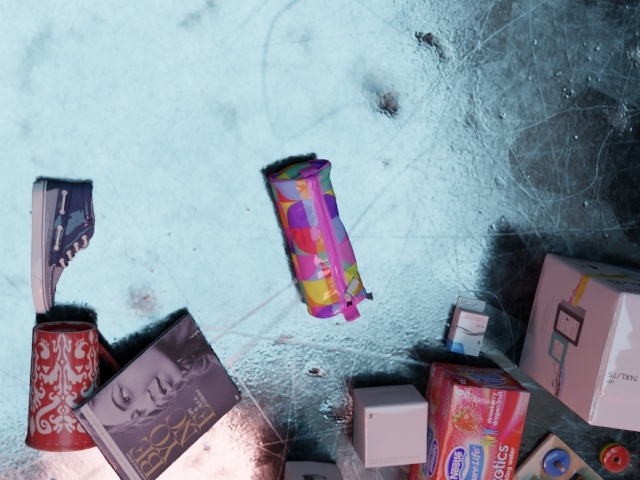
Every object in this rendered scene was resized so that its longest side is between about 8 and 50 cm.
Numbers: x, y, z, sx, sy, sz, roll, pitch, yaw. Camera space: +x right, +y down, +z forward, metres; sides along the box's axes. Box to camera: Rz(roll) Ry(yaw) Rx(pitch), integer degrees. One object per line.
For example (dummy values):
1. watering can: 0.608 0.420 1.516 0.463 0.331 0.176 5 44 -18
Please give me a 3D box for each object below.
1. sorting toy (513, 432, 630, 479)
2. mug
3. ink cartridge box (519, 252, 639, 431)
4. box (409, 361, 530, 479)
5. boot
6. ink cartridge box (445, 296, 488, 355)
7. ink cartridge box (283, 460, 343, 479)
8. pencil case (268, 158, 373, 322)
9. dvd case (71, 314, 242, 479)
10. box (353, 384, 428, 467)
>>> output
1. sorting toy: 0.377 0.414 1.843 0.132 0.046 0.274 43 91 -16
2. mug: -0.360 0.204 1.637 0.113 0.150 0.169 4 98 25
3. ink cartridge box: 0.454 0.153 1.689 0.198 0.270 0.197 10 99 -14
4. box: 0.224 0.330 1.755 0.128 0.122 0.257 8 99 -12
5. boot: -0.363 0.010 1.599 0.086 0.069 0.190 1 99 -9
6. ink cartridge box: 0.231 0.134 1.766 0.048 0.028 0.083 11 98 -14
7. ink cartridge box: -0.008 0.442 1.681 0.092 0.218 0.159 6 100 -7
8. pencil case: 0.000 0.000 1.657 0.104 0.104 0.236 -20 104 -7
9. dvd case: -0.232 0.239 1.644 0.221 0.018 0.164 -41 114 -27
10. box: 0.107 0.284 1.740 0.101 0.087 0.102 -3 101 -11
